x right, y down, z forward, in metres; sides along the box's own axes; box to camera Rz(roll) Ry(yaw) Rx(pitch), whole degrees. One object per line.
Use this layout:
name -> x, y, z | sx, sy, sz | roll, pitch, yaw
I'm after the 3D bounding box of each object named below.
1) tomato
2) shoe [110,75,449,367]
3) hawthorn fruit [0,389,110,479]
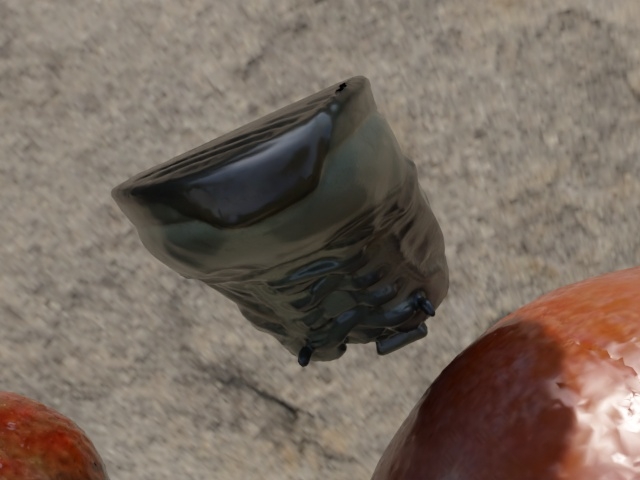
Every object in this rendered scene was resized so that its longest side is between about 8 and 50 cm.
tomato -> 0.133, 0.133, 0.635 | 0.265, 0.265, 0.264 | -5, 68, 13
shoe -> 0.000, 0.000, 0.661 | 0.103, 0.275, 0.098 | -29, 84, 9
hawthorn fruit -> -0.203, 0.167, 0.694 | 0.262, 0.210, 0.210 | -2, 69, 10
